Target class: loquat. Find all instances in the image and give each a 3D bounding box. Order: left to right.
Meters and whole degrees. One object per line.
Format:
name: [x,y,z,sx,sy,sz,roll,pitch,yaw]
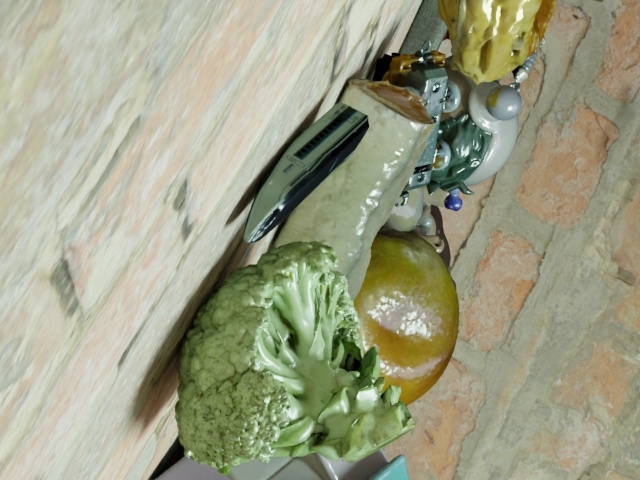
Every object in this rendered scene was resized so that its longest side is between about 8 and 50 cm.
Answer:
loquat: [0.068,0.120,2.247,0.276,0.275,0.284,-6,103,-83]

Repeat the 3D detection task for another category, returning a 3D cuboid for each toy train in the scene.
toy train: [-0.027,-0.068,1.484,0.252,0.048,0.055,-46,169,-52]
toy train: [0.098,-0.151,1.847,0.089,0.127,0.219,-15,122,-43]

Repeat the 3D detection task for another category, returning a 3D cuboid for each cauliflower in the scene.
cauliflower: [-0.022,0.148,1.521,0.275,0.250,0.272,-54,170,-27]

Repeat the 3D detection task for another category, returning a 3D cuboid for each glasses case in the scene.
glasses case: [0.142,-0.271,2.025,0.205,0.047,0.071,-65,175,27]

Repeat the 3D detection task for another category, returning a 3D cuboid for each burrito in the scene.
burrito: [0.037,-0.047,1.758,0.143,0.105,0.299,-17,138,-52]

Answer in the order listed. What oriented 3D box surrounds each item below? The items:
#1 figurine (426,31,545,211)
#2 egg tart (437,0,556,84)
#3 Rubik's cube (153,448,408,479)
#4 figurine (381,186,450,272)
figurine: [0.223,-0.237,2.130,0.382,0.186,0.261,-66,-164,2]
egg tart: [0.194,-0.362,1.383,0.443,0.178,0.443,-61,172,-14]
Rubik's cube: [-0.059,0.389,1.910,0.358,0.368,0.387,-37,162,-34]
figurine: [0.116,-0.006,2.442,0.381,0.203,0.248,84,24,-59]
